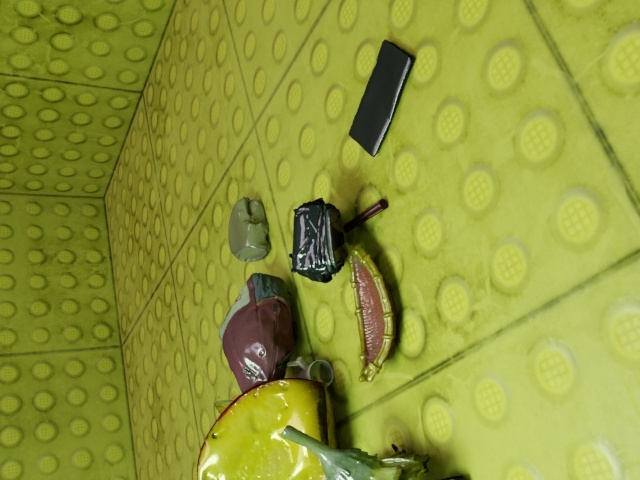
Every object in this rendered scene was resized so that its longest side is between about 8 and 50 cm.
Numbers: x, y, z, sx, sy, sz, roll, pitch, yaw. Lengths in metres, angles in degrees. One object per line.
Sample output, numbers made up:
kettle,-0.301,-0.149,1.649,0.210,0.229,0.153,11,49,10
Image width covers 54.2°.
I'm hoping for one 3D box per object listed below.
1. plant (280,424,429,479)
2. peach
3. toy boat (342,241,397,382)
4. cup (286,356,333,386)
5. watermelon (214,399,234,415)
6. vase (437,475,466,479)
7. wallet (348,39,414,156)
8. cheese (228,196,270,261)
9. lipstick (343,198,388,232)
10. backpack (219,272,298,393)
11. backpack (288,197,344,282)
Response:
plant,0.087,0.479,1.288,0.297,0.261,0.306,52,130,29
peach,-0.108,0.512,1.541,0.306,0.380,0.242,57,178,18
toy boat,0.112,0.156,1.412,0.141,0.099,0.318,-31,60,55
cup,-0.033,0.357,1.641,0.099,0.102,0.074,-41,37,53
watermelon,-0.276,0.602,2.056,0.181,0.092,0.075,43,139,41
vase,0.269,0.557,1.174,0.060,0.059,0.212,-38,57,52
wallet,0.139,-0.325,1.440,0.124,0.025,0.244,53,132,45
cheese,-0.232,-0.036,1.989,0.175,0.091,0.203,-25,69,55
lipstick,0.103,-0.057,1.498,0.176,0.027,0.027,-33,61,56
backpack,-0.163,0.283,1.755,0.317,0.197,0.283,-113,39,-51
backpack,0.000,0.000,1.511,0.258,0.133,0.206,3,-95,-77
